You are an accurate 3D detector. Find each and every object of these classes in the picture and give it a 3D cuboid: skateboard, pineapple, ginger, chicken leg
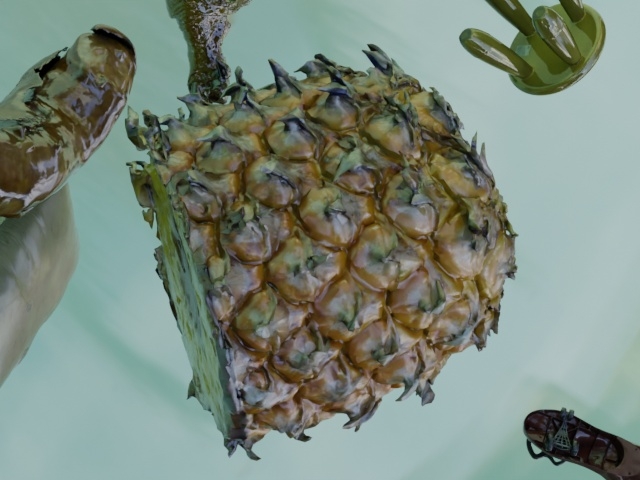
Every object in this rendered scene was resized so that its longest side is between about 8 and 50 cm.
[{"bbox_3d":[0.273,0.214,1.554,0.080,0.151,0.067,105,7,-66],"label":"skateboard"},{"bbox_3d":[-0.001,-0.001,1.361,0.300,0.352,0.352,-23,144,-14],"label":"pineapple"},{"bbox_3d":[-0.276,-0.101,1.459,0.309,0.107,0.133,-52,160,-52],"label":"ginger"},{"bbox_3d":[-0.121,-0.256,1.684,0.103,0.088,0.228,-61,146,-64],"label":"chicken leg"}]

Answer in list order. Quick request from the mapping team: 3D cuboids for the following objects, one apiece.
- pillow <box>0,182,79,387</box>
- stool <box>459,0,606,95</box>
[{"bbox_3d":[-0.321,0.052,1.565,0.302,0.075,0.185,-67,164,-50],"label":"pillow"},{"bbox_3d":[0.210,-0.217,1.519,0.135,0.134,0.110,-48,133,4],"label":"stool"}]
